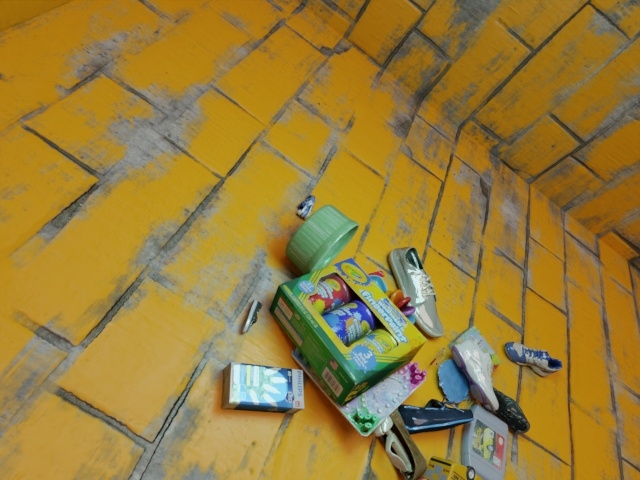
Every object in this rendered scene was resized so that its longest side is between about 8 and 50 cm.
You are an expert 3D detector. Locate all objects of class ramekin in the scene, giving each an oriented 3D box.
[{"bbox_3d":[0.000,0.000,1.823,0.148,0.303,0.303,43,46,10],"label":"ramekin"}]

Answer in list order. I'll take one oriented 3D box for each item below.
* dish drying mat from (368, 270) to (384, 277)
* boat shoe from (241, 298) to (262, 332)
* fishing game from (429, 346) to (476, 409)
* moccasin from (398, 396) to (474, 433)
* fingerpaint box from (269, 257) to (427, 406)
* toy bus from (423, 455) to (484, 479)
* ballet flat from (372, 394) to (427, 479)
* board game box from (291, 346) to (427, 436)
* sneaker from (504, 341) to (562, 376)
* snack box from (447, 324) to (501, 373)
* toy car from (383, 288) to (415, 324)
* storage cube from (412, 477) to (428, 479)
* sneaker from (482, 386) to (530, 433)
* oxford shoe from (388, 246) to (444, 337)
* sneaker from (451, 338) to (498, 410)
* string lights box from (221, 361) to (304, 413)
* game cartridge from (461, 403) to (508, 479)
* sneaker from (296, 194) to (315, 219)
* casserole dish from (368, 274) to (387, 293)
[{"bbox_3d":[0.255,0.157,2.074,0.083,0.008,0.032,-9,66,-37],"label":"dish drying mat"},{"bbox_3d":[-0.243,0.273,1.639,0.040,0.049,0.142,30,46,-13],"label":"boat shoe"},{"bbox_3d":[0.565,0.599,1.956,0.189,0.041,0.264,-31,86,-43],"label":"fishing game"},{"bbox_3d":[0.453,0.665,1.770,0.341,0.138,0.117,8,51,-30],"label":"moccasin"},{"bbox_3d":[0.097,0.306,1.670,0.370,0.163,0.445,-17,54,-38],"label":"fingerpaint box"},{"bbox_3d":[0.519,0.889,1.635,0.332,0.108,0.130,43,60,-22],"label":"toy bus"},{"bbox_3d":[0.250,0.697,1.624,0.343,0.116,0.124,59,30,8],"label":"ballet flat"},{"bbox_3d":[0.153,0.456,1.698,0.389,0.050,0.390,-24,58,-42],"label":"board game box"},{"bbox_3d":[1.041,0.560,2.235,0.296,0.131,0.112,26,51,-14],"label":"sneaker"},{"bbox_3d":[0.701,0.516,2.080,0.174,0.070,0.207,-24,73,-41],"label":"snack box"},{"bbox_3d":[0.338,0.292,1.935,0.159,0.136,0.182,-19,87,-41],"label":"toy car"},{"bbox_3d":[0.242,0.880,1.443,0.214,0.193,0.184,-1,61,-33],"label":"storage cube"},{"bbox_3d":[0.795,0.721,2.003,0.267,0.101,0.106,46,24,3],"label":"sneaker"},{"bbox_3d":[0.449,0.220,2.068,0.169,0.130,0.450,3,59,-48],"label":"oxford shoe"},{"bbox_3d":[0.685,0.560,1.934,0.152,0.114,0.305,-22,77,-15],"label":"sneaker"},{"bbox_3d":[-0.187,0.488,1.508,0.259,0.077,0.134,14,52,-26],"label":"string lights box"},{"bbox_3d":[0.662,0.828,1.854,0.196,0.060,0.294,33,47,-5],"label":"game cartridge"},{"bbox_3d":[-0.064,-0.158,2.051,0.059,0.053,0.144,28,47,-12],"label":"sneaker"},{"bbox_3d":[0.210,0.210,1.989,0.188,0.037,0.114,0,60,-34],"label":"casserole dish"}]
